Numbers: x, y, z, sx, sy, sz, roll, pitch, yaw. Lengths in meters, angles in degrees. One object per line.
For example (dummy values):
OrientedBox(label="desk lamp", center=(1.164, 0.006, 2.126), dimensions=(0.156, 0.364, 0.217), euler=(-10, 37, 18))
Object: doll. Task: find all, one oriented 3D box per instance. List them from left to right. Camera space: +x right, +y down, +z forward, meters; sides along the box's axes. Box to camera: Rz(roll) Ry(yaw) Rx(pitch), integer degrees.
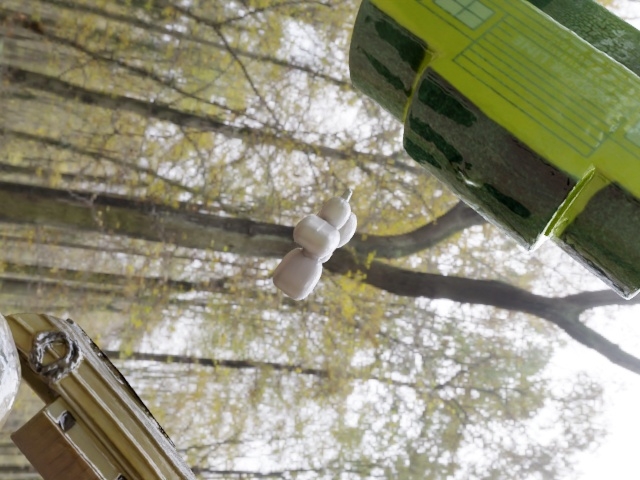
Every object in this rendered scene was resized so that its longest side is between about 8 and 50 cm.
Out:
OrientedBox(label="doll", center=(0.000, 0.000, 0.975), dimensions=(0.160, 0.059, 0.161), euler=(-51, 171, -43))

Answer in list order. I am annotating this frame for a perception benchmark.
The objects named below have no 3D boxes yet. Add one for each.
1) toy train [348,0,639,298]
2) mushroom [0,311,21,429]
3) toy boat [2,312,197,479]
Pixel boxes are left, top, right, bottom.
OrientedBox(label="toy train", center=(0.228, -0.144, 0.724), dimensions=(0.442, 0.272, 0.179), euler=(42, -24, 17))
OrientedBox(label="mushroom", center=(-0.427, 0.135, 0.712), dimensions=(0.184, 0.255, 0.254), euler=(39, 57, -83))
OrientedBox(label="toy boat", center=(-0.329, 0.280, 1.027), dimensions=(0.445, 0.162, 0.136), euler=(52, -41, 2))
